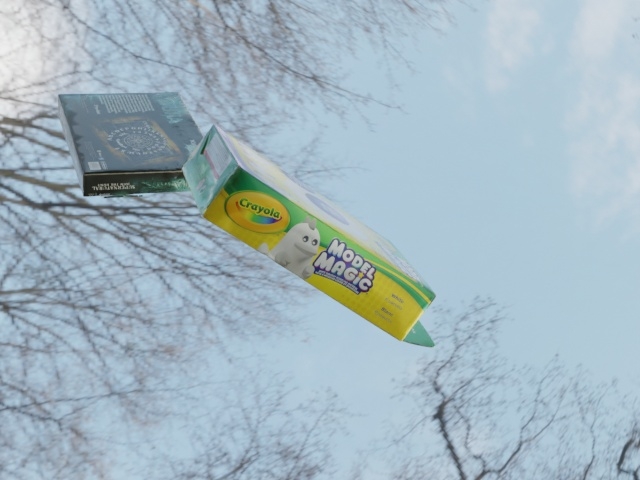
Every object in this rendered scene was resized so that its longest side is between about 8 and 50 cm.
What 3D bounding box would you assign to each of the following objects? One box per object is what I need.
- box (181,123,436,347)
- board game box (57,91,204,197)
[{"bbox_3d":[0.000,0.000,0.672,0.179,0.105,0.043,35,-82,-24],"label":"box"},{"bbox_3d":[-0.175,-0.095,0.996,0.126,0.186,0.026,-4,-60,-19],"label":"board game box"}]
